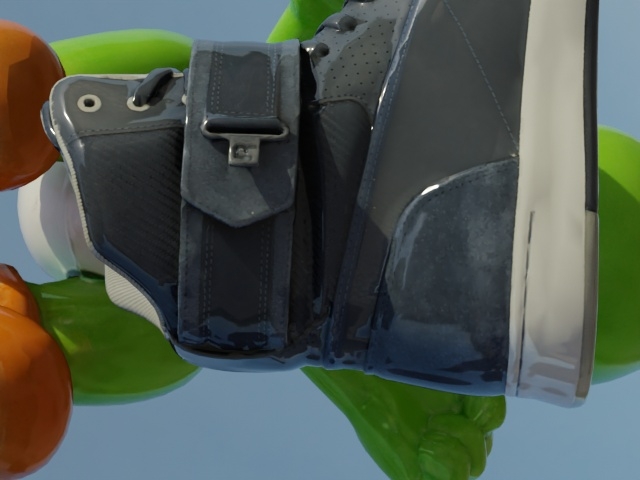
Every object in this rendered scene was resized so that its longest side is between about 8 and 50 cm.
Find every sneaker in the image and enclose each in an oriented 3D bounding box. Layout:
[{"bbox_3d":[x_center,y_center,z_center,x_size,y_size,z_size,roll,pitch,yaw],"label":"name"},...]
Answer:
[{"bbox_3d":[0.002,-0.066,0.536,0.086,0.163,0.226,76,-162,-67],"label":"sneaker"}]

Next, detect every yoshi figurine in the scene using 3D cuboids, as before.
[{"bbox_3d":[0.017,-0.004,0.711,0.362,0.203,0.203,-4,-124,-39],"label":"yoshi figurine"}]
